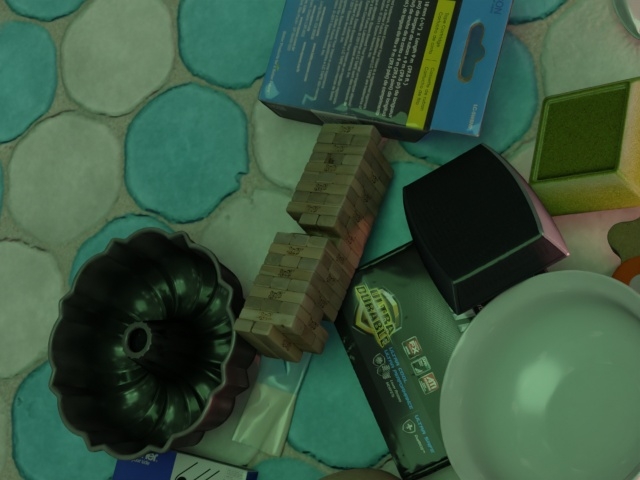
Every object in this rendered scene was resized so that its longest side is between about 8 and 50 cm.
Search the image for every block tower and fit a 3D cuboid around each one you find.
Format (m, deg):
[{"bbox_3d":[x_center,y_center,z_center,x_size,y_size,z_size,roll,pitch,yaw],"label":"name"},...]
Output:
[{"bbox_3d":[0.000,0.000,1.398,0.091,0.097,0.336,7,63,34],"label":"block tower"}]

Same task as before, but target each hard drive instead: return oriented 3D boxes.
[{"bbox_3d":[0.199,-0.027,1.309,0.172,0.054,0.255,-29,34,7],"label":"hard drive"}]

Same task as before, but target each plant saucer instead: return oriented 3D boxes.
[{"bbox_3d":[0.350,-0.130,1.326,0.188,0.045,0.188,-7,63,46],"label":"plant saucer"}]

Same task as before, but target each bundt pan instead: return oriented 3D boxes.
[{"bbox_3d":[-0.228,0.154,1.458,0.330,0.124,0.331,-9,71,26],"label":"bundt pan"}]

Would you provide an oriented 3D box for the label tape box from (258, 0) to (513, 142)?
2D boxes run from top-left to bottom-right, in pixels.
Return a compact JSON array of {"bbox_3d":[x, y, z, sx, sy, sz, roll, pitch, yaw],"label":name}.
[{"bbox_3d":[0.104,-0.273,1.467,0.333,0.106,0.241,13,83,20],"label":"label tape box"}]

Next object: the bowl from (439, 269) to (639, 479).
[{"bbox_3d":[0.297,0.194,1.186,0.297,0.134,0.298,-23,52,33],"label":"bowl"}]

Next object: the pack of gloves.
[{"bbox_3d":[-0.116,0.173,1.477,0.195,0.046,0.232,15,83,20],"label":"pack of gloves"}]

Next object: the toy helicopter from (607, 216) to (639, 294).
[{"bbox_3d":[0.480,-0.040,1.281,0.235,0.140,0.355,-11,62,23],"label":"toy helicopter"}]

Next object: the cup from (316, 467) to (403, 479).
[{"bbox_3d":[0.060,0.424,1.245,0.331,0.331,0.237,-31,44,10],"label":"cup"}]

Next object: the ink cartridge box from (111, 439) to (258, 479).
[{"bbox_3d":[-0.201,0.356,1.464,0.207,0.046,0.097,9,81,21],"label":"ink cartridge box"}]

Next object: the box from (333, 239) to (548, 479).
[{"bbox_3d":[0.188,0.132,1.371,0.293,0.073,0.296,-27,72,12],"label":"box"}]

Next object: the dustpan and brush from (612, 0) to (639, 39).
[{"bbox_3d":[0.448,-0.381,1.409,0.147,0.060,0.211,-30,77,-1],"label":"dustpan and brush"}]
